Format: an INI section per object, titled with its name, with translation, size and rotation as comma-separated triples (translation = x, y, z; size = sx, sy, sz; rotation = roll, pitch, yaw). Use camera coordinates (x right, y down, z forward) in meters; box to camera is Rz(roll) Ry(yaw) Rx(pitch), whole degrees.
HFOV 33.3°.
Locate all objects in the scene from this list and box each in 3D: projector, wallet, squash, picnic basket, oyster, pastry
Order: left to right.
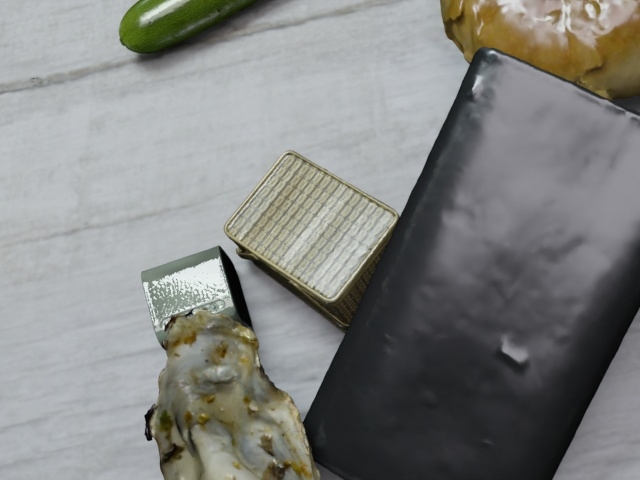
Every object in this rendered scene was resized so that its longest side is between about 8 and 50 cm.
[projector]
translation = -0.120, 0.061, 1.049
size = 0.082, 0.083, 0.083
rotation = -19, 71, 3
[squash]
translation = -0.106, -0.275, 1.161
size = 0.252, 0.066, 0.066
rotation = -28, 71, 0
[oyster]
translation = -0.056, 0.197, 0.965
size = 0.166, 0.094, 0.294
rotation = -11, 93, 23
[picnic basket]
translation = 0.000, 0.000, 1.036
size = 0.164, 0.079, 0.115
rotation = 33, 80, 29
[wallet]
translation = 0.157, 0.057, 0.948
size = 0.228, 0.062, 0.406
rotation = 27, 98, 12
[pastry]
translation = 0.258, -0.269, 1.037
size = 0.285, 0.184, 0.315
rotation = 11, 82, 20
